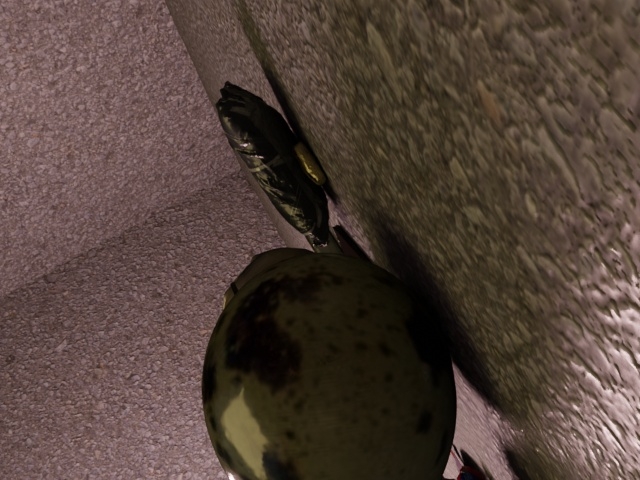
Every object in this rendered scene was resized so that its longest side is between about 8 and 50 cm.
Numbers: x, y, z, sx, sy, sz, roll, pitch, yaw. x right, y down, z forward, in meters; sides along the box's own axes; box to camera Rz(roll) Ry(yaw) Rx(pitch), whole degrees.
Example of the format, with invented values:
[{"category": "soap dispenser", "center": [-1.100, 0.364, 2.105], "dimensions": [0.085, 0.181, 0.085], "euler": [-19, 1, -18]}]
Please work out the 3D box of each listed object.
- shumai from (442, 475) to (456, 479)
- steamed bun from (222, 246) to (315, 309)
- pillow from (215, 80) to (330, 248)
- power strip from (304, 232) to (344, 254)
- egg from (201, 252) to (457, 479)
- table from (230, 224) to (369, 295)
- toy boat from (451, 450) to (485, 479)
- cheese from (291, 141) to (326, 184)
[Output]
[{"category": "shumai", "center": [0.243, 0.506, 1.028], "dimensions": [0.288, 0.292, 0.330], "euler": [27, 179, 9]}, {"category": "steamed bun", "center": [-0.105, 0.146, 1.782], "dimensions": [0.247, 0.339, 0.352], "euler": [54, 176, 5]}, {"category": "pillow", "center": [-0.076, -0.133, 1.295], "dimensions": [0.335, 0.092, 0.161], "euler": [56, -162, -17]}, {"category": "power strip", "center": [0.000, 0.000, 1.649], "dimensions": [0.272, 0.052, 0.078], "euler": [59, 174, 35]}, {"category": "egg", "center": [0.019, 0.226, 1.004], "dimensions": [0.345, 0.345, 0.428], "euler": [-136, 27, -72]}, {"category": "table", "center": [0.006, 0.155, 1.332], "dimensions": [0.196, 0.250, 0.282], "euler": [64, 173, -31]}, {"category": "toy boat", "center": [0.294, 0.474, 1.385], "dimensions": [0.318, 0.072, 0.219], "euler": [-110, -7, -53]}, {"category": "cheese", "center": [-0.019, -0.131, 1.257], "dimensions": [0.083, 0.030, 0.044], "euler": [56, -165, 4]}]
